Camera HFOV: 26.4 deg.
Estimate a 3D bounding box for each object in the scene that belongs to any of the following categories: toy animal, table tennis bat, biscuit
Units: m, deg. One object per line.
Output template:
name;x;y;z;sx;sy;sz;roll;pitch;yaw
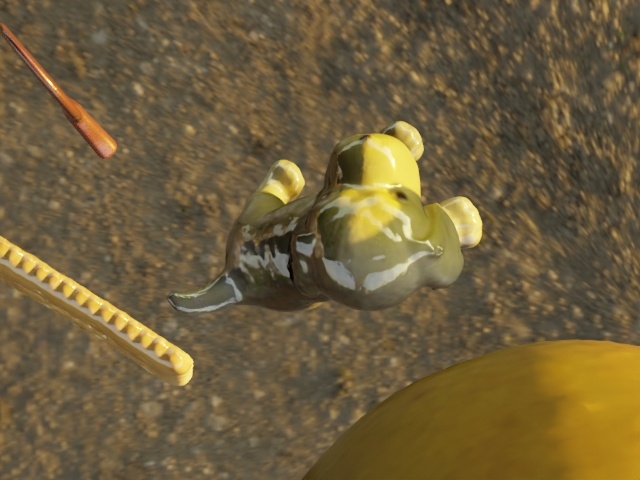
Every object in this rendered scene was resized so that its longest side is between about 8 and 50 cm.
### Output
toy animal;0.015;-0.008;0.944;0.233;0.169;0.121;-18;104;51
table tennis bat;-0.217;-0.122;1.130;0.019;0.154;0.098;-41;45;-4
biscuit;-0.237;0.070;1.363;0.250;0.160;0.030;32;78;1

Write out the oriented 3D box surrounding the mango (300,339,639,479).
mango;0.082;0.193;0.347;0.232;0.445;0.300;0;101;-1
